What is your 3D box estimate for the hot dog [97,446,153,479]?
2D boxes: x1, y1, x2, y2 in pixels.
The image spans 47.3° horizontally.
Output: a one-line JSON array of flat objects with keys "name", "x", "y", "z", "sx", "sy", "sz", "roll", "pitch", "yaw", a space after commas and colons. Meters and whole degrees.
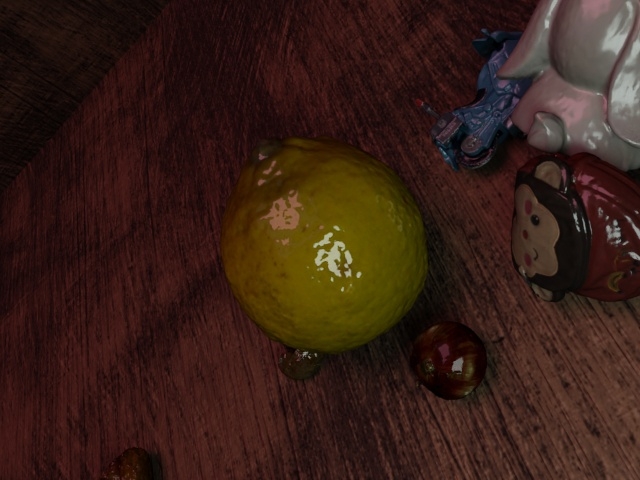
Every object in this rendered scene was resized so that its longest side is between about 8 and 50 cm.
[{"name": "hot dog", "x": -0.396, "y": 0.529, "z": 1.494, "sx": 0.160, "sy": 0.099, "sz": 0.227, "roll": -42, "pitch": 40, "yaw": 18}]

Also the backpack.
[{"name": "backpack", "x": 0.361, "y": -0.012, "z": 0.982, "sx": 0.138, "sy": 0.229, "sz": 0.229, "roll": -28, "pitch": 29, "yaw": -29}]

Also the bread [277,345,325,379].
[{"name": "bread", "x": -0.033, "y": 0.202, "z": 1.348, "sx": 0.082, "sy": 0.060, "sz": 0.113, "roll": 11, "pitch": 73, "yaw": 51}]

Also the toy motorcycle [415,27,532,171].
[{"name": "toy motorcycle", "x": 0.291, "y": -0.250, "z": 1.254, "sx": 0.272, "sy": 0.123, "sz": 0.182, "roll": -49, "pitch": 51, "yaw": 11}]

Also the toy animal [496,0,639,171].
[{"name": "toy animal", "x": 0.389, "y": -0.255, "z": 1.015, "sx": 0.271, "sy": 0.205, "sz": 0.265, "roll": 44, "pitch": 133, "yaw": 37}]

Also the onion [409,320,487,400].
[{"name": "onion", "x": 0.193, "y": 0.175, "z": 1.091, "sx": 0.119, "sy": 0.118, "sz": 0.117, "roll": -48, "pitch": 63, "yaw": 13}]

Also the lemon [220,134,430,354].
[{"name": "lemon", "x": 0.000, "y": 0.000, "z": 1.199, "sx": 0.349, "sy": 0.387, "sz": 0.350, "roll": -22, "pitch": 32, "yaw": 15}]
